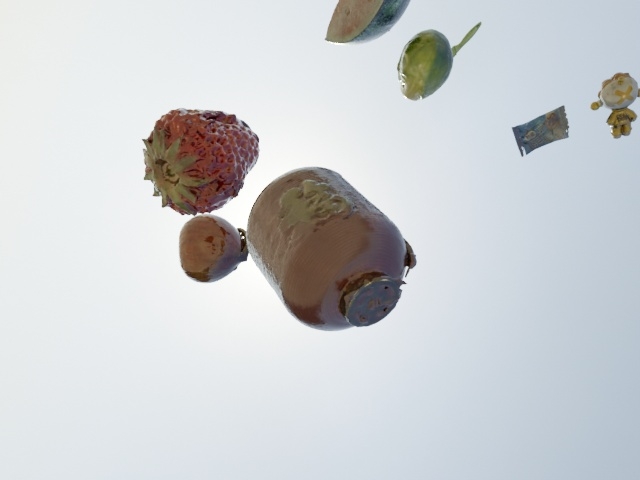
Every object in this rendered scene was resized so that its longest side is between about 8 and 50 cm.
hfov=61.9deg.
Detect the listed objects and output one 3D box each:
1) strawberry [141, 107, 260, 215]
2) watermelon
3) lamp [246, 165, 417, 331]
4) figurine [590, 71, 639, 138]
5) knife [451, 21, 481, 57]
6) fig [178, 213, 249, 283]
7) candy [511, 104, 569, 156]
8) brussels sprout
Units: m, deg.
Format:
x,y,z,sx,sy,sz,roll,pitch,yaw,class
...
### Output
x,y,z,sx,sy,sz,roll,pitch,yaw,class
-0.208,-0.167,1.028,0.205,0.244,0.205,19,-55,30,strawberry
0.138,-0.653,1.428,0.318,0.148,0.226,-38,-113,44,watermelon
0.007,0.004,0.679,0.180,0.180,0.258,-54,-137,14,lamp
0.638,-0.288,1.150,0.068,0.102,0.143,-84,178,-54,figurine
0.435,-0.614,1.703,0.207,0.030,0.014,-48,-156,19,knife
-0.286,0.020,1.450,0.205,0.205,0.205,-19,-119,39,fig
0.570,-0.280,1.373,0.136,0.088,0.038,-22,-162,13,candy
0.285,-0.477,1.456,0.180,0.144,0.161,106,8,-53,brussels sprout
